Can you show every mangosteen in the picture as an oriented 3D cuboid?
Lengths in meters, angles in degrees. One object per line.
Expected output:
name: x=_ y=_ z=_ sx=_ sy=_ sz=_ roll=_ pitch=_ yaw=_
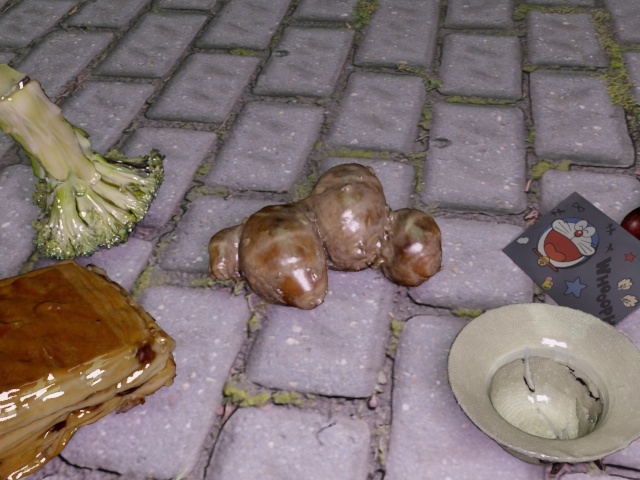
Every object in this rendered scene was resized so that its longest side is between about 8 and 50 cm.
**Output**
mangosteen: x=0.567 y=-0.021 z=1.213 sx=0.140 sy=0.140 sz=0.140 roll=-2 pitch=39 yaw=1

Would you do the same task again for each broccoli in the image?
broccoli: x=-0.455 y=-0.122 z=1.241 sx=0.252 sy=0.361 sz=0.221 roll=-40 pitch=48 yaw=14

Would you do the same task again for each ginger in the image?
ginger: x=0.000 y=0.000 z=1.198 sx=0.375 sy=0.176 sz=0.256 roll=-15 pitch=57 yaw=-15

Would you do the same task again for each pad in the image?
pad: x=0.435 y=0.032 z=1.197 sx=0.170 sy=0.006 sz=0.245 roll=-38 pitch=44 yaw=2

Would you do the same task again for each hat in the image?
hat: x=0.290 y=0.212 z=0.950 sx=0.257 sy=0.130 sz=0.257 roll=-2 pitch=40 yaw=2

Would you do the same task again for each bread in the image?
bread: x=-0.394 y=0.176 z=1.005 sx=0.325 sy=0.167 sz=0.277 roll=-22 pitch=42 yaw=-35
